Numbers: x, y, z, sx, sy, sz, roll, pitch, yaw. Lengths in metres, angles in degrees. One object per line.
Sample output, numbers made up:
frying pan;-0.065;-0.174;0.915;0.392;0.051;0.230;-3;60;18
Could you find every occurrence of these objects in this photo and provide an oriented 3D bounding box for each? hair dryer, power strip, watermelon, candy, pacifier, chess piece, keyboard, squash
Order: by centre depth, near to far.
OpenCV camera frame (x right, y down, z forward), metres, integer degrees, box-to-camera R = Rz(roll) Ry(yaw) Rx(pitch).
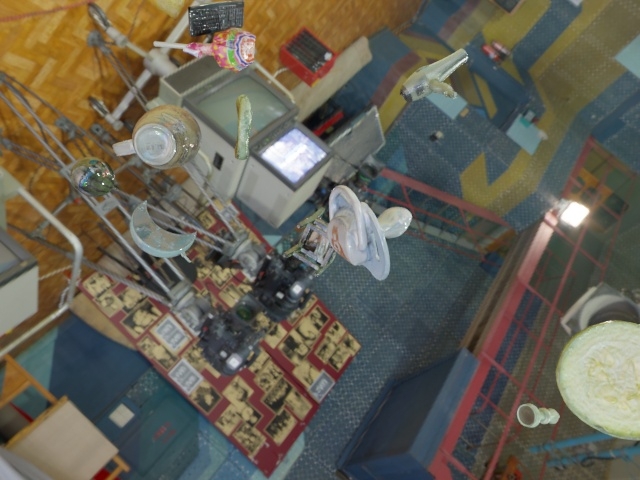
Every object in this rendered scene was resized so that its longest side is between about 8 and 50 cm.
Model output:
squash;0.656;0.301;1.047;0.252;0.252;0.049;-50;158;11
pacifier;0.131;-0.037;1.174;0.207;0.227;0.279;-16;-160;-16
watermelon;-0.590;-0.161;1.272;0.105;0.133;0.105;-23;-130;30
chess piece;0.589;0.467;1.273;0.059;0.149;0.059;-31;-129;48
power strip;-0.453;-0.014;1.384;0.044;0.216;0.137;-45;-167;50
keyboard;-0.297;-0.651;1.397;0.250;0.017;0.087;-43;150;-50
hair dryer;0.372;-0.491;1.416;0.219;0.088;0.225;-47;-146;-14
candy;-0.358;-0.579;1.435;0.124;0.365;0.124;-45;143;-49

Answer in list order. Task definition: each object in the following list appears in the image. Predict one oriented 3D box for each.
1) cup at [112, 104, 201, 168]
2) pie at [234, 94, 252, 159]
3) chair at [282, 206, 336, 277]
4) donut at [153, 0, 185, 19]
cup;-0.593;-0.350;1.687;0.301;0.227;0.257;-12;-163;1
pie;-0.278;-0.400;1.719;0.240;0.054;0.240;-178;-90;-78
chair;0.000;0.000;1.632;0.136;0.147;0.270;-64;170;21
donut;-0.377;-0.664;1.231;0.174;0.075;0.190;-43;-141;38
